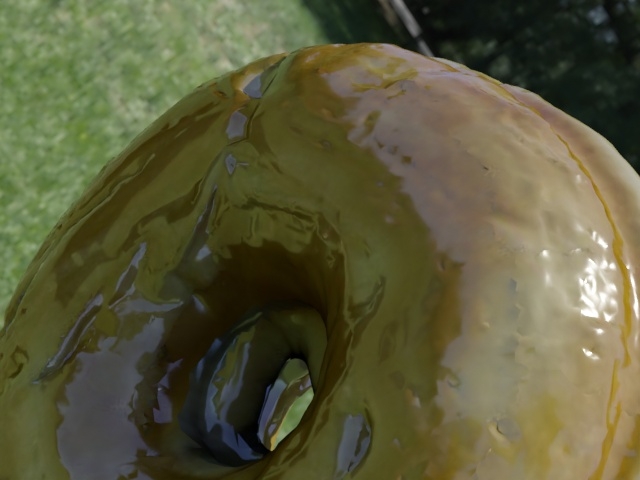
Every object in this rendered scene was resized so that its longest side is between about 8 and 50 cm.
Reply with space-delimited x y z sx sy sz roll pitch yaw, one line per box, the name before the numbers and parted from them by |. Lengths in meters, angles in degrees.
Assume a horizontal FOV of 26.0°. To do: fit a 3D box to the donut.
donut | -0.015 0.096 0.749 0.198 0.449 0.449 37 21 -48
